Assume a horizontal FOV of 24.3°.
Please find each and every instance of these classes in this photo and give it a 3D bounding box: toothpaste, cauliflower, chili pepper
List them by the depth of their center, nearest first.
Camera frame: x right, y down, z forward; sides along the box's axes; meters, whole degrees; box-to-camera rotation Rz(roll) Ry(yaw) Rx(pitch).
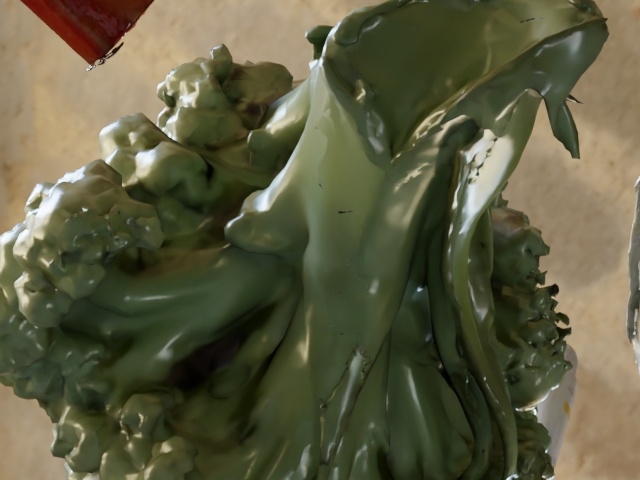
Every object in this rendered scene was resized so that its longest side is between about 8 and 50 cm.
[{"bbox_3d":[-0.018,0.013,0.637,0.327,0.260,0.281,-99,-179,-49],"label":"cauliflower"},{"bbox_3d":[0.114,0.115,0.799,0.031,0.190,0.048,35,-55,-4],"label":"toothpaste"},{"bbox_3d":[-0.164,-0.186,0.850,0.169,0.088,0.065,44,-39,-15],"label":"chili pepper"}]

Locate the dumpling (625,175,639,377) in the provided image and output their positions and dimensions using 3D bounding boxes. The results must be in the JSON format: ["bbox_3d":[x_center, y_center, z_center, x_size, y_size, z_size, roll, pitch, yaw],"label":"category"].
[{"bbox_3d":[0.245,0.006,0.674,0.341,0.181,0.260,77,-9,-63],"label":"dumpling"}]
